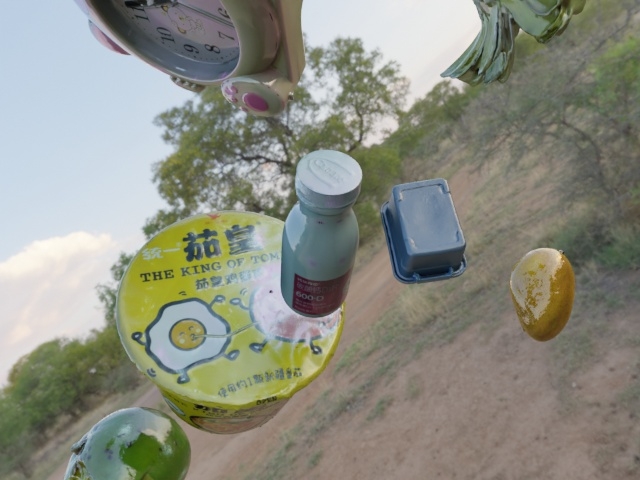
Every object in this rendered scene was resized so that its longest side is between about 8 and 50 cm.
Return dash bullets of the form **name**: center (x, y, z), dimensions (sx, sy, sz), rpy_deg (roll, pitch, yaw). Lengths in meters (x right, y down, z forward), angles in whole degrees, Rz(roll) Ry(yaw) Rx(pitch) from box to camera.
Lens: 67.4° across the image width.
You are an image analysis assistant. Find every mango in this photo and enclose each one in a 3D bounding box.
- **mango**: center (0.535, 0.130, 1.168), dimensions (0.147, 0.228, 0.109), rpy_deg (6, -5, 25)

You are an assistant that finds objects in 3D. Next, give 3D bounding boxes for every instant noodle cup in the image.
- **instant noodle cup**: center (-0.143, 0.152, 0.776), dimensions (0.325, 0.325, 0.254), rpy_deg (-37, -22, -35)

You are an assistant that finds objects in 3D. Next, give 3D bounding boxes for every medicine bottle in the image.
- **medicine bottle**: center (0.000, 0.000, 0.558), dimensions (0.090, 0.090, 0.217), rpy_deg (-37, -27, -31)

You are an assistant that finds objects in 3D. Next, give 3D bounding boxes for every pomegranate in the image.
- **pomegranate**: center (-0.320, 0.452, 0.885), dimensions (0.236, 0.301, 0.236), rpy_deg (-51, 5, 6)

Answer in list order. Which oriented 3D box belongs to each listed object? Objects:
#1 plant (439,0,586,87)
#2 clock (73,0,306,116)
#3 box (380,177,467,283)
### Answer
- **plant**: center (0.282, -0.376, 0.668), dimensions (0.261, 0.297, 0.306), rpy_deg (-16, -14, -14)
- **clock**: center (-0.175, -0.297, 0.570), dimensions (0.284, 0.309, 0.114), rpy_deg (79, -149, -67)
- **box**: center (0.104, -0.013, 0.477), dimensions (0.074, 0.100, 0.054), rpy_deg (-8, -26, -3)
